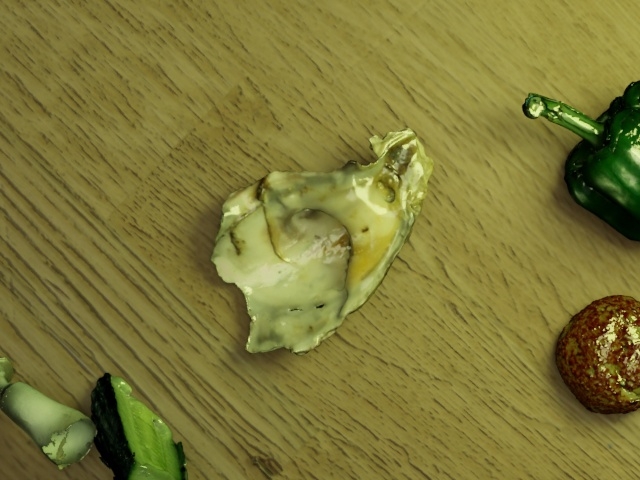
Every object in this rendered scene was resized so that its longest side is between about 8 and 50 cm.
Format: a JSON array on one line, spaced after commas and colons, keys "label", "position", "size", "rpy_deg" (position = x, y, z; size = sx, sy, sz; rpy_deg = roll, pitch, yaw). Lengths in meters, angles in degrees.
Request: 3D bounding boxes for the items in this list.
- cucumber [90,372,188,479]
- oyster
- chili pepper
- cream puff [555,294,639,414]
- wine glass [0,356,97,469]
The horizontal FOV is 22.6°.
[{"label": "cucumber", "position": [-0.224, 0.252, 1.918], "size": [0.086, 0.193, 0.115], "rpy_deg": [-46, 118, 1]}, {"label": "oyster", "position": [0.001, -0.001, 1.940], "size": [0.271, 0.100, 0.275], "rpy_deg": [0, 101, 3]}, {"label": "chili pepper", "position": [0.360, -0.110, 1.900], "size": [0.261, 0.174, 0.165], "rpy_deg": [42, 85, -4]}, {"label": "cream puff", "position": [0.360, 0.141, 1.938], "size": [0.149, 0.084, 0.149], "rpy_deg": [0, 90, 1]}, {"label": "wine glass", "position": [-0.347, 0.207, 1.926], "size": [0.155, 0.072, 0.072], "rpy_deg": [31, 89, 27]}]
